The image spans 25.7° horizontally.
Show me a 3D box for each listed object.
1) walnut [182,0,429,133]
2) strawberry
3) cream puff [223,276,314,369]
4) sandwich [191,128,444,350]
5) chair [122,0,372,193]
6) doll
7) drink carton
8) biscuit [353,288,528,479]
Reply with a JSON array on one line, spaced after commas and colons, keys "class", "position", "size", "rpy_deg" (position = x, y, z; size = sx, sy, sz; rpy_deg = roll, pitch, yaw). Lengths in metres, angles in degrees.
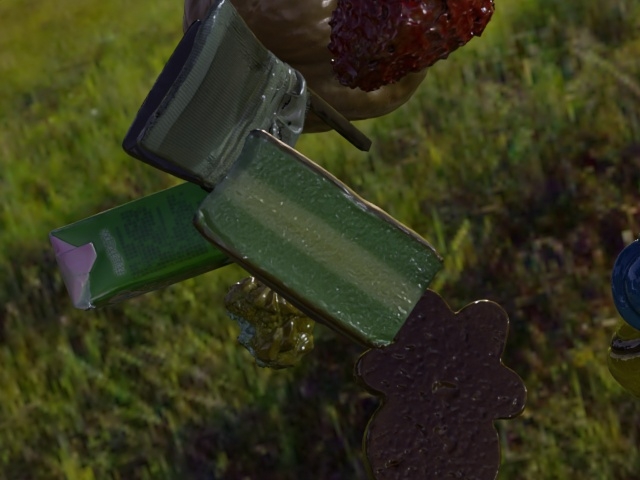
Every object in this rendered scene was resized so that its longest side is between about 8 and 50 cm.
[{"class": "walnut", "position": [-0.016, -0.252, 1.644], "size": [0.313, 0.252, 0.277], "rpy_deg": [-15, 3, -34]}, {"class": "strawberry", "position": [0.085, -0.223, 1.235], "size": [0.192, 0.140, 0.085], "rpy_deg": [-21, -5, -18]}, {"class": "cream puff", "position": [-0.070, 0.109, 2.046], "size": [0.121, 0.156, 0.156], "rpy_deg": [-25, 20, -8]}, {"class": "sandwich", "position": [0.000, 0.000, 0.783], "size": [0.074, 0.116, 0.074], "rpy_deg": [28, 82, 42]}, {"class": "chair", "position": [-0.104, -0.126, 1.360], "size": [0.186, 0.319, 0.160], "rpy_deg": [31, 89, 35]}, {"class": "doll", "position": [0.432, 0.107, 1.804], "size": [0.145, 0.363, 0.199], "rpy_deg": [-16, 48, 6]}, {"class": "drink carton", "position": [-0.180, -0.003, 1.728], "size": [0.271, 0.108, 0.161], "rpy_deg": [-21, -4, 2]}, {"class": "biscuit", "position": [0.117, 0.163, 1.397], "size": [0.180, 0.236, 0.039], "rpy_deg": [14, -23, -6]}]
